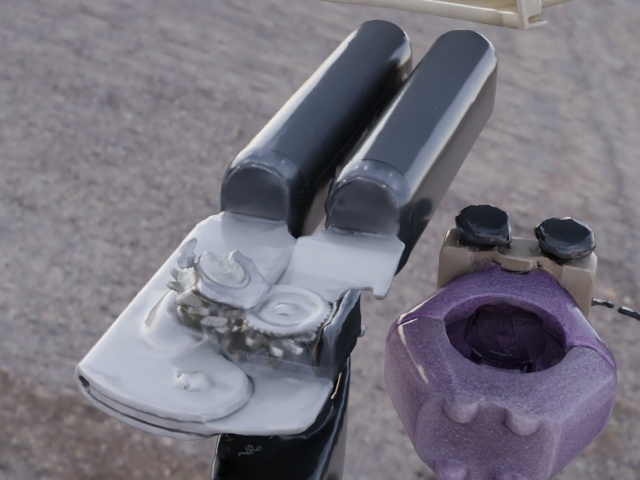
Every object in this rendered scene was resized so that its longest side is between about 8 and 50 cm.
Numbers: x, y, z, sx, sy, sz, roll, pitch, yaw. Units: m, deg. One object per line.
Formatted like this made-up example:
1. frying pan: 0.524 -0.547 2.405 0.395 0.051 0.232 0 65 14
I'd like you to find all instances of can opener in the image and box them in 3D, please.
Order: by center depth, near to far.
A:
1. can opener: 0.000 0.000 0.532 0.074 0.093 0.280 10 34 15

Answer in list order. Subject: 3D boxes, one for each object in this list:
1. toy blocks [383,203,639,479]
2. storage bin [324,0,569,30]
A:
1. toy blocks: 0.144 0.200 0.528 0.288 0.309 0.260 9 35 10
2. storage bin: 0.068 -0.242 0.671 0.123 0.260 0.262 -16 15 -13
